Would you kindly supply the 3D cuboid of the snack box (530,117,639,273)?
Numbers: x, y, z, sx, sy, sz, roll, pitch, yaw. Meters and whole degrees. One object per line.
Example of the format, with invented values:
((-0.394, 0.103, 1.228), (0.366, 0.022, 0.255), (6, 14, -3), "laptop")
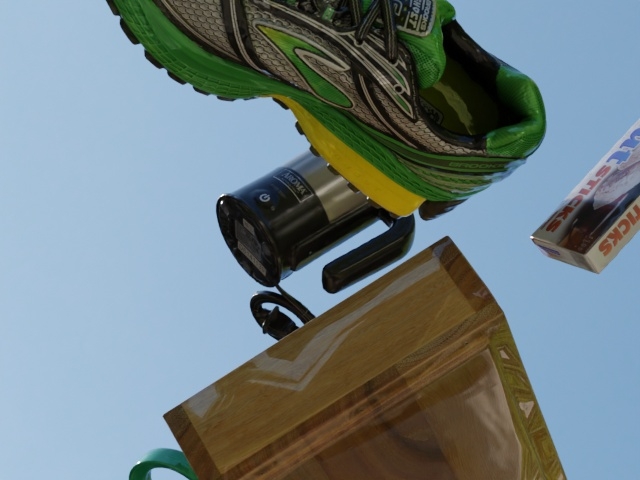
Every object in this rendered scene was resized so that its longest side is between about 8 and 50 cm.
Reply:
((0.217, -0.053, 1.276), (0.022, 0.178, 0.064), (50, -13, -26), "snack box")

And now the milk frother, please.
((0.000, 0.000, 1.577), (0.129, 0.135, 0.143), (53, -25, 15), "milk frother")

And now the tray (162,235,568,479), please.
((0.060, 0.174, 1.314), (0.076, 0.203, 0.411), (55, -4, 34), "tray")

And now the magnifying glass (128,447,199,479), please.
((-0.059, 0.223, 1.572), (0.231, 0.026, 0.092), (13, -49, 33), "magnifying glass")

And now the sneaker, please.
((0.005, -0.149, 1.258), (0.343, 0.134, 0.146), (31, -33, -23), "sneaker")
